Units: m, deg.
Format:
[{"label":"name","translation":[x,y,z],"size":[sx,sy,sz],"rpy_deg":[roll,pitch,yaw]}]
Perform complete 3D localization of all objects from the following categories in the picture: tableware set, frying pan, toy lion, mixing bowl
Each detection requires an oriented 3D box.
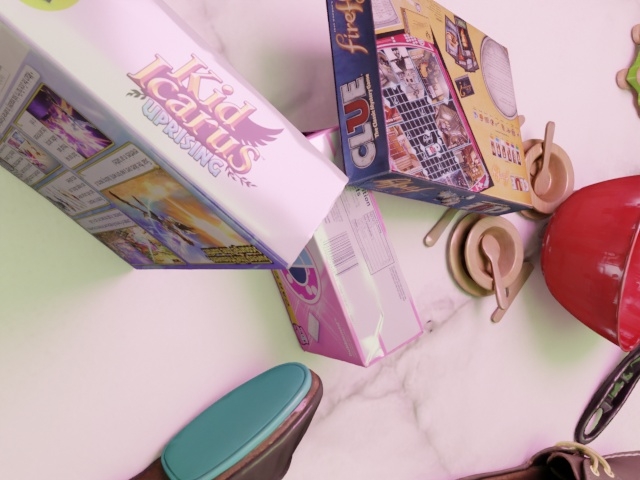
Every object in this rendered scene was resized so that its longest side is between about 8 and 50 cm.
[{"label":"tableware set","translation":[0.203,-0.027,0.726],"size":[0.128,0.039,0.194],"rpy_deg":[46,70,-20]},{"label":"frying pan","translation":[0.381,0.064,0.801],"size":[0.326,0.053,0.197],"rpy_deg":[-28,88,-13]},{"label":"toy lion","translation":[0.394,-0.192,0.838],"size":[0.096,0.034,0.100],"rpy_deg":[30,76,-32]},{"label":"mixing bowl","translation":[0.287,0.011,0.722],"size":[0.181,0.098,0.181],"rpy_deg":[-23,121,-45]}]

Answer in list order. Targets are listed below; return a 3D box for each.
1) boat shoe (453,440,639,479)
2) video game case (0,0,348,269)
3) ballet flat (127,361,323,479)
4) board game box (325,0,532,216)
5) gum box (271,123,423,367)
[{"label":"boat shoe","translation":[0.241,0.255,0.705],"size":[0.305,0.109,0.091],"rpy_deg":[-8,98,-24]},{"label":"video game case","translation":[-0.148,-0.078,0.409],"size":[0.244,0.270,0.061],"rpy_deg":[43,69,-22]},{"label":"ballet flat","translation":[-0.106,0.202,0.537],"size":[0.280,0.095,0.096],"rpy_deg":[-32,114,-14]},{"label":"board game box","translation":[0.100,-0.114,0.604],"size":[0.243,0.042,0.165],"rpy_deg":[7,74,-51]},{"label":"gum box","translation":[0.000,0.000,0.579],"size":[0.062,0.107,0.188],"rpy_deg":[-26,102,-26]}]
